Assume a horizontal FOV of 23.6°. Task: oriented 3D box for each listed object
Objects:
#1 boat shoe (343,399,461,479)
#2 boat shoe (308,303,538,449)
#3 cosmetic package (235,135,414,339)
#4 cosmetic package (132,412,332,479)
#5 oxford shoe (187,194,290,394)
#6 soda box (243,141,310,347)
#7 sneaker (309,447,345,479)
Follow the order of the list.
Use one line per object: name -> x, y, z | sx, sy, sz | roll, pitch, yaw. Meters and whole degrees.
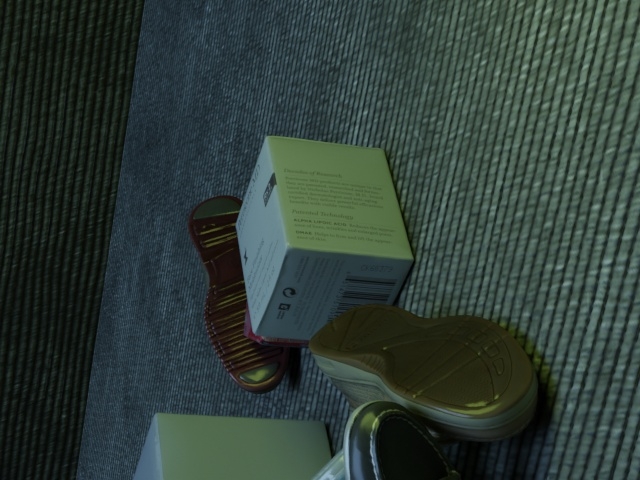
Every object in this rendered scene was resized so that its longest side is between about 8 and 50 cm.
boat shoe -> 0.115, 0.298, 1.341 | 0.095, 0.112, 0.335 | -16, 90, 54
boat shoe -> 0.111, 0.143, 1.484 | 0.110, 0.121, 0.341 | 63, 161, -19
cosmetic package -> 0.000, 0.000, 1.765 | 0.184, 0.151, 0.151 | -103, 26, -44
cosmetic package -> -0.148, 0.426, 1.995 | 0.453, 0.230, 0.161 | 113, 156, -42
oxford shoe -> -0.101, 0.093, 2.178 | 0.130, 0.123, 0.348 | 75, -179, -48
soda box -> -0.040, 0.005, 2.002 | 0.092, 0.083, 0.263 | -167, 83, -72
sneaker -> 0.055, 0.285, 1.570 | 0.150, 0.135, 0.366 | 47, 176, 7
